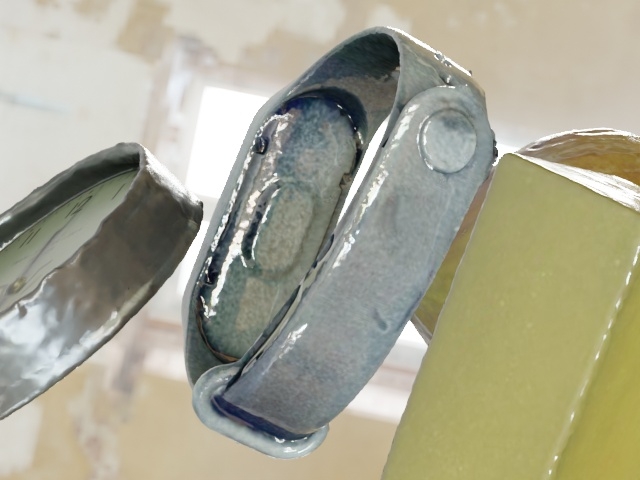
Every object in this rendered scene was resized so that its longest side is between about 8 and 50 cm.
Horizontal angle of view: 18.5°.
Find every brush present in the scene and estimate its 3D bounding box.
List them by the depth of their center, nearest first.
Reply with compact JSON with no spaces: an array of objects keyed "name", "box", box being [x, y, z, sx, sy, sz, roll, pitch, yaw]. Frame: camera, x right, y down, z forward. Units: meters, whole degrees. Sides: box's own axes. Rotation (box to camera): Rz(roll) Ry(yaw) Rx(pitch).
[{"name":"brush","box":[0.043,0.101,0.451,0.103,0.047,0.233,10,103,-50]}]

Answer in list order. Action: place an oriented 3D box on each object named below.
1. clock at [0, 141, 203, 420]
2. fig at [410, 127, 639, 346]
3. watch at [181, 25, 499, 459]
[{"name":"clock","box":[-0.139,0.024,0.912,0.184,0.040,0.184,-33,-161,13]},{"name":"fig","box":[0.119,0.025,1.329,0.217,0.320,0.217,-13,-104,63]},{"name":"watch","box":[0.000,0.000,0.929,0.206,0.068,0.193,-66,-161,-6]}]
